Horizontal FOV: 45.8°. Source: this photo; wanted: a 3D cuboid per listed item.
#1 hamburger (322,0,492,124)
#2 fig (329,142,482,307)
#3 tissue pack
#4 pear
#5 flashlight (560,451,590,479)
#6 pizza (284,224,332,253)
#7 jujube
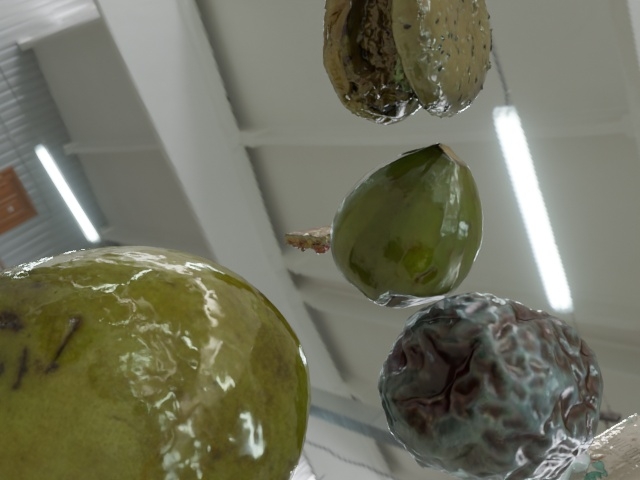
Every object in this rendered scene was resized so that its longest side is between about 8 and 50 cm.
[{"bbox_3d":[0.134,-0.332,1.183,0.195,0.277,0.317,-1,-61,30],"label":"hamburger"},{"bbox_3d":[0.145,-0.028,1.208,0.239,0.239,0.271,34,-61,28],"label":"fig"},{"bbox_3d":[0.560,0.460,1.479,0.170,0.326,0.071,25,-48,62],"label":"tissue pack"},{"bbox_3d":[-0.170,0.146,0.604,0.304,0.304,0.303,32,-38,30],"label":"pear"},{"bbox_3d":[0.409,0.418,1.338,0.093,0.200,0.047,41,-37,5],"label":"flashlight"},{"bbox_3d":[0.000,0.000,1.841,0.201,0.193,0.053,-9,-82,11],"label":"pizza"},{"bbox_3d":[0.205,0.175,0.877,0.226,0.226,0.317,21,-6,40],"label":"jujube"}]
